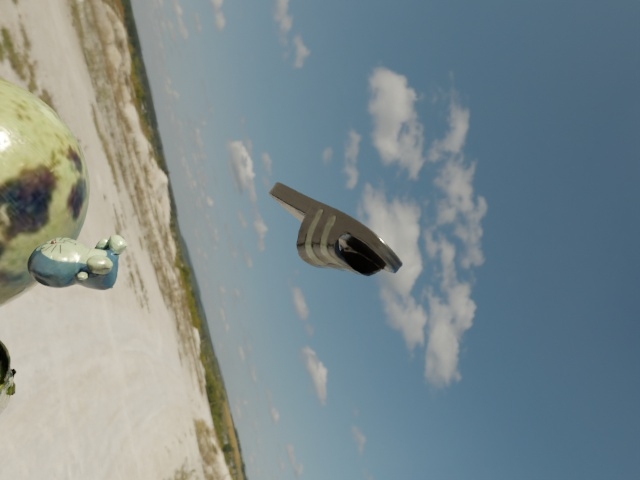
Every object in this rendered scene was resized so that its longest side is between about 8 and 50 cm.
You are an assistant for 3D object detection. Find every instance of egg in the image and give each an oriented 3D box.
[{"bbox_3d":[-0.545,-0.050,0.690,0.345,0.428,0.345,56,-15,23],"label":"egg"}]

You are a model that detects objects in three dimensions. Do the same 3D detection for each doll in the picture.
[{"bbox_3d":[-0.240,0.024,0.488,0.076,0.083,0.050,-112,-149,-69],"label":"doll"}]

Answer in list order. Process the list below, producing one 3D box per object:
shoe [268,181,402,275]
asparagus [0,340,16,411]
[{"bbox_3d":[0.000,0.000,0.450,0.179,0.049,0.071,31,-8,48],"label":"shoe"},{"bbox_3d":[-0.439,0.175,0.601,0.382,0.128,0.108,-31,-115,54],"label":"asparagus"}]
